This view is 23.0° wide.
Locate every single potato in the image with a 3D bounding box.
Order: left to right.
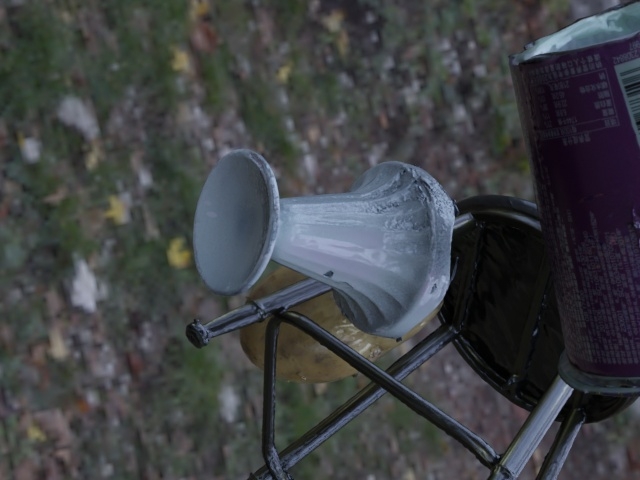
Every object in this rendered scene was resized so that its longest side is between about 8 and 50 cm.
[{"bbox_3d":[0.022,0.082,1.781,0.128,0.234,0.161,54,7,-46],"label":"potato"}]

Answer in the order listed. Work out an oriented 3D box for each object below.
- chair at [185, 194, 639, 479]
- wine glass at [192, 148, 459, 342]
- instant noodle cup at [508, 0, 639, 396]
[{"bbox_3d":[0.129,0.182,1.690,0.410,0.362,0.365,-40,150,-33],"label":"chair"},{"bbox_3d":[0.000,0.000,1.392,0.196,0.165,0.165,7,63,-34],"label":"wine glass"},{"bbox_3d":[0.306,-0.064,1.250,0.340,0.339,0.266,-58,128,-77],"label":"instant noodle cup"}]
